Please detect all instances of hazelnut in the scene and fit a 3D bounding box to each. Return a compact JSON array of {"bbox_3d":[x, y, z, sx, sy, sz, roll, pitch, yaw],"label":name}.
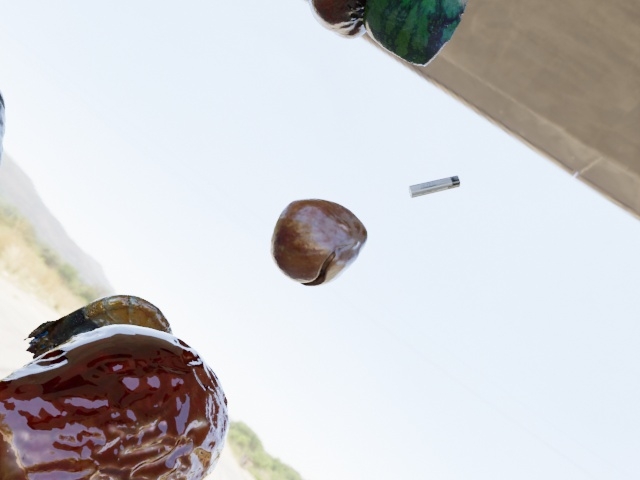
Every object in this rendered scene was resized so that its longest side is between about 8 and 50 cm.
[{"bbox_3d":[0.000,0.000,0.935,0.143,0.154,0.143,15,-68,41],"label":"hazelnut"}]

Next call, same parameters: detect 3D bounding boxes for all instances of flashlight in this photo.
[{"bbox_3d":[0.187,-0.088,0.994,0.018,0.083,0.018,81,-4,-61],"label":"flashlight"}]

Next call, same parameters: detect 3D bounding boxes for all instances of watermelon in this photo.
[{"bbox_3d":[0.184,-0.411,1.063,0.231,0.128,0.146,-48,-121,47],"label":"watermelon"}]

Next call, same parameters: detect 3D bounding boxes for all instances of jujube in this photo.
[{"bbox_3d":[-0.194,0.166,0.538,0.190,0.190,0.255,36,14,21],"label":"jujube"}]

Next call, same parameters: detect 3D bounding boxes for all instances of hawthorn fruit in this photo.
[{"bbox_3d":[0.044,-0.515,1.196,0.181,0.181,0.235,79,-15,-60],"label":"hawthorn fruit"}]

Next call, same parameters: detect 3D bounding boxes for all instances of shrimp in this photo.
[{"bbox_3d":[-0.424,0.211,1.197,0.054,0.290,0.222,-96,169,-56],"label":"shrimp"}]

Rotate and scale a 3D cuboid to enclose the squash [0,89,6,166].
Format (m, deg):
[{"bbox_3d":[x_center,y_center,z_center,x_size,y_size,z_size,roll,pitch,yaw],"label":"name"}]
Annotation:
[{"bbox_3d":[-0.432,-0.088,0.643,0.165,0.252,0.252,23,-5,-34],"label":"squash"}]
